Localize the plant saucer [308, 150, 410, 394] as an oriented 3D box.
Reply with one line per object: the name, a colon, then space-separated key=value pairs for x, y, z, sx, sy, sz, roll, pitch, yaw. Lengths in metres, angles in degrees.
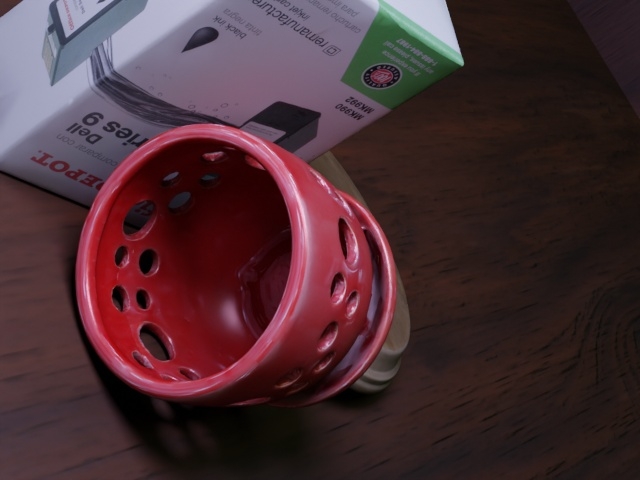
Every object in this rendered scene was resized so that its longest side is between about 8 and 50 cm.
plant saucer: x=0.000 y=0.000 z=1.394 sx=0.278 sy=0.041 sz=0.278 roll=51 pitch=21 yaw=-28

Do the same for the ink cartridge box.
ink cartridge box: x=-0.077 y=-0.135 z=1.182 sx=0.211 sy=0.289 sz=0.121 roll=25 pitch=42 yaw=-47

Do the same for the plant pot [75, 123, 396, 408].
plant pot: x=-0.048 y=0.026 z=1.156 sx=0.174 sy=0.191 sz=0.191 roll=16 pitch=46 yaw=-57
